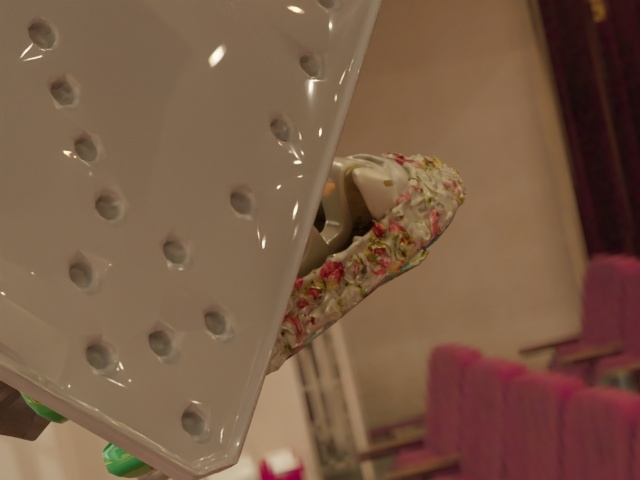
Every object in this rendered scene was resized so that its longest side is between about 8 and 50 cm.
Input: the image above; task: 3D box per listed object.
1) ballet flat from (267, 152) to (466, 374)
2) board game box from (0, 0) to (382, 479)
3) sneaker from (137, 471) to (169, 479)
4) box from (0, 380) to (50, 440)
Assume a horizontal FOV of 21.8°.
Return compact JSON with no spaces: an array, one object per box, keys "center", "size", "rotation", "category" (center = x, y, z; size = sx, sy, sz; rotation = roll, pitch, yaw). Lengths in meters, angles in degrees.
[{"center":[0.000,0.000,0.943],"size":[0.091,0.077,0.241],"rotation":[13,41,39],"category":"ballet flat"},{"center":[-0.150,-0.154,0.635],"size":[0.050,0.390,0.390],"rotation":[-31,33,46],"category":"board game box"},{"center":[-0.131,0.073,1.183],"size":[0.090,0.232,0.115],"rotation":[-14,26,10],"category":"sneaker"},{"center":[-0.160,-0.091,0.855],"size":[0.242,0.307,0.076],"rotation":[-48,-38,17],"category":"box"}]
